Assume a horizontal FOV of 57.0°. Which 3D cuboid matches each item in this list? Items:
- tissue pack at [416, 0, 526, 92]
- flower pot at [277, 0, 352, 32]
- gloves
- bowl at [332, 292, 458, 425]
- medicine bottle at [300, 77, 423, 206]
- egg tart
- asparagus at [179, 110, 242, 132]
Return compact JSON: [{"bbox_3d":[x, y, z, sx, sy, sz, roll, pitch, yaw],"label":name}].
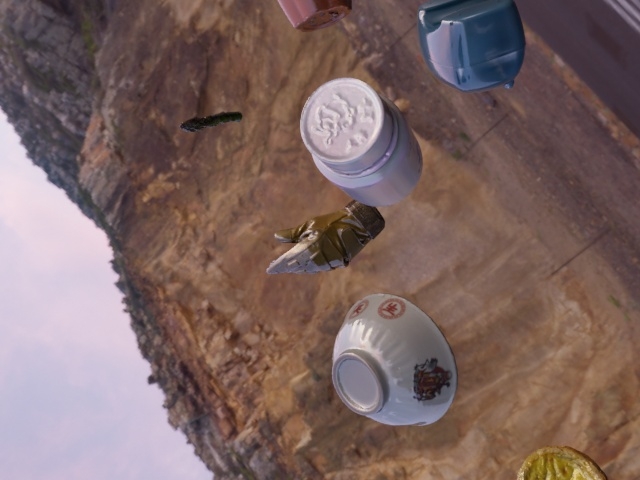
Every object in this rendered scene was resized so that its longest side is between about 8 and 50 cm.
[{"bbox_3d":[0.349,-0.460,1.389,0.287,0.198,0.206,-114,6,-61],"label":"tissue pack"},{"bbox_3d":[-0.022,-0.543,1.235,0.190,0.191,0.173,-29,-77,-77],"label":"flower pot"},{"bbox_3d":[0.008,0.009,1.531,0.141,0.331,0.154,59,-179,36],"label":"gloves"},{"bbox_3d":[0.130,0.303,1.365,0.158,0.337,0.337,-19,-116,-44],"label":"bowl"},{"bbox_3d":[0.076,-0.162,1.019,0.170,0.170,0.293,53,-169,17],"label":"medicine bottle"},{"bbox_3d":[0.485,0.507,1.174,0.191,0.191,0.074,59,173,37],"label":"egg tart"},{"bbox_3d":[-0.255,-0.276,1.367,0.165,0.030,0.036,-23,-104,-38],"label":"asparagus"}]
